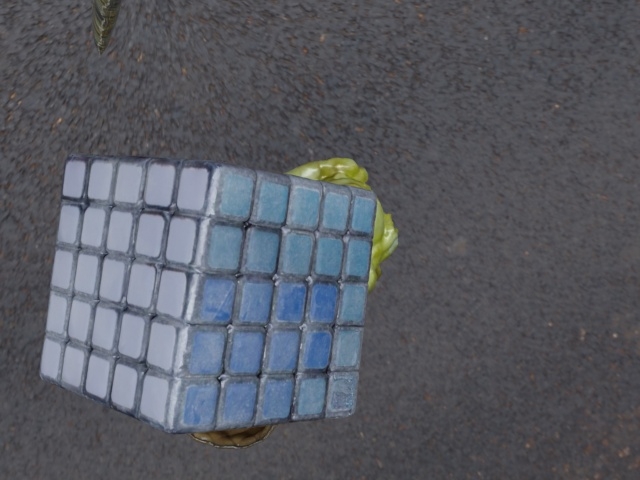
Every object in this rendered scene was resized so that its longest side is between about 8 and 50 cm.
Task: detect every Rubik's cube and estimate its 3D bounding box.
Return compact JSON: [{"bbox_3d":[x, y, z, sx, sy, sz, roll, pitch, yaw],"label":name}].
[{"bbox_3d":[-0.109,0.048,0.816,0.237,0.238,0.237,6,90,-47],"label":"Rubik's cube"}]

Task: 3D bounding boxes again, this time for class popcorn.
[{"bbox_3d":[-0.010,-0.014,1.653,0.312,0.312,0.312,-4,109,-11],"label":"popcorn"}]

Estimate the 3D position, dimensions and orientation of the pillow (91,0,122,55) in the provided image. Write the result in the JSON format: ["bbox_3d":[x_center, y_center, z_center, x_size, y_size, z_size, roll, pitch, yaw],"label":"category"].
[{"bbox_3d":[-0.302,-0.351,1.164,0.038,0.203,0.113,5,78,-19],"label":"pillow"}]

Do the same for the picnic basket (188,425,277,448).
[{"bbox_3d":[-0.200,0.277,1.603,0.292,0.337,0.337,5,109,11],"label":"picnic basket"}]
